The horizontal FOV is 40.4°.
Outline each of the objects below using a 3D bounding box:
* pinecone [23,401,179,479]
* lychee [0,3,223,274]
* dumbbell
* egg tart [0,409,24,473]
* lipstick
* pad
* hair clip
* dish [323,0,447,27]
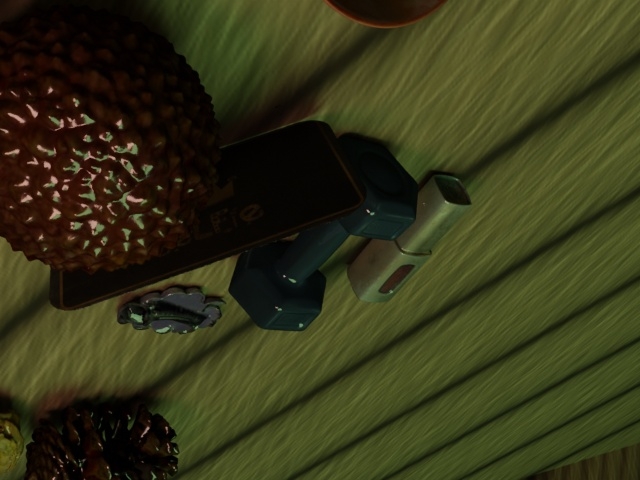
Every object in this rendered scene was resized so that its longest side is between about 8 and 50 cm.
[{"bbox_3d":[-0.384,0.399,1.565,0.292,0.246,0.246,-16,152,-39],"label":"pinecone"},{"bbox_3d":[-0.233,-0.096,0.873,0.275,0.304,0.276,-11,110,-32],"label":"lychee"},{"bbox_3d":[-0.001,0.000,1.264,0.316,0.156,0.143,-47,170,36],"label":"dumbbell"},{"bbox_3d":[-0.643,0.346,1.455,0.290,0.107,0.291,-19,151,-11],"label":"egg tart"},{"bbox_3d":[0.141,-0.002,1.402,0.079,0.077,0.253,5,139,-35],"label":"lipstick"},{"bbox_3d":[-0.141,-0.044,0.993,0.375,0.315,0.063,-20,127,-4],"label":"pad"},{"bbox_3d":[-0.234,0.122,1.401,0.124,0.052,0.195,-33,152,30],"label":"hair clip"},{"bbox_3d":[0.042,-0.328,0.784,0.260,0.085,0.260,-16,116,-35],"label":"dish"}]
